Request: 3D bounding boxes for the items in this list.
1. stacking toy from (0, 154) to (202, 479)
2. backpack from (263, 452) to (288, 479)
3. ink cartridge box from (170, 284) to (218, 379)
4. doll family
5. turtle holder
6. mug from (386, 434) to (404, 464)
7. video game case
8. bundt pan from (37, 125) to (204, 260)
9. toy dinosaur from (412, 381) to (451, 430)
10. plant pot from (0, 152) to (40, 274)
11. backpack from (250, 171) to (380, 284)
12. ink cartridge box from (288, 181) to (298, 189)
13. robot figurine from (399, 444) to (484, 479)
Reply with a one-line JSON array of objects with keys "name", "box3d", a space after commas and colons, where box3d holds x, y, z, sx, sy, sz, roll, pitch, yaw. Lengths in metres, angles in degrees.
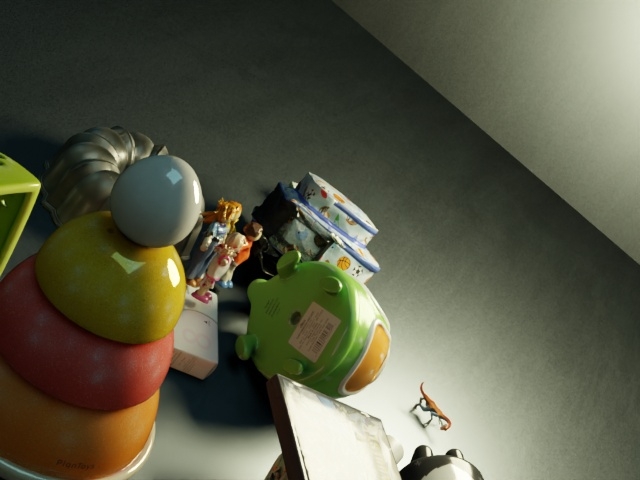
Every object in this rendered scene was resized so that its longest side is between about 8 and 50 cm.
[{"name": "stacking toy", "box3d": [-0.293, 0.080, 1.477, 0.350, 0.480, 0.351, 29, 26, -16]}, {"name": "backpack", "box3d": [-0.027, 0.405, 1.708, 0.152, 0.115, 0.182, 32, 26, -6]}, {"name": "ink cartridge box", "box3d": [-0.289, 0.126, 1.874, 0.232, 0.066, 0.189, 29, 30, -25]}, {"name": "doll family", "box3d": [-0.192, 0.003, 1.964, 0.118, 0.163, 0.263, 31, 10, 2]}, {"name": "turtle holder", "box3d": [-0.018, 0.174, 1.975, 0.227, 0.320, 0.243, 32, 60, -42]}, {"name": "mug", "box3d": [0.105, 0.395, 1.947, 0.064, 0.078, 0.062, -45, 117, -53]}, {"name": "video game case", "box3d": [0.038, 0.358, 1.694, 0.248, 0.035, 0.275, 29, 29, -35]}, {"name": "bundt pan", "box3d": [-0.360, -0.096, 2.042, 0.330, 0.124, 0.331, 27, 31, -18]}, {"name": "toy dinosaur", "box3d": [0.225, 0.341, 2.143, 0.082, 0.090, 0.047, 18, 33, 33]}, {"name": "plant pot", "box3d": [-0.595, -0.051, 1.611, 0.207, 0.227, 0.228, 43, 29, 21]}, {"name": "backpack", "box3d": [0.000, 0.000, 2.213, 0.263, 0.213, 0.276, 47, 8, -15]}, {"name": "ink cartridge box", "box3d": [-0.007, -0.030, 2.412, 0.109, 0.062, 0.209, 15, 37, -38]}, {"name": "robot figurine", "box3d": [0.206, 0.473, 1.809, 0.174, 0.209, 0.278, 58, 17, -31]}]
